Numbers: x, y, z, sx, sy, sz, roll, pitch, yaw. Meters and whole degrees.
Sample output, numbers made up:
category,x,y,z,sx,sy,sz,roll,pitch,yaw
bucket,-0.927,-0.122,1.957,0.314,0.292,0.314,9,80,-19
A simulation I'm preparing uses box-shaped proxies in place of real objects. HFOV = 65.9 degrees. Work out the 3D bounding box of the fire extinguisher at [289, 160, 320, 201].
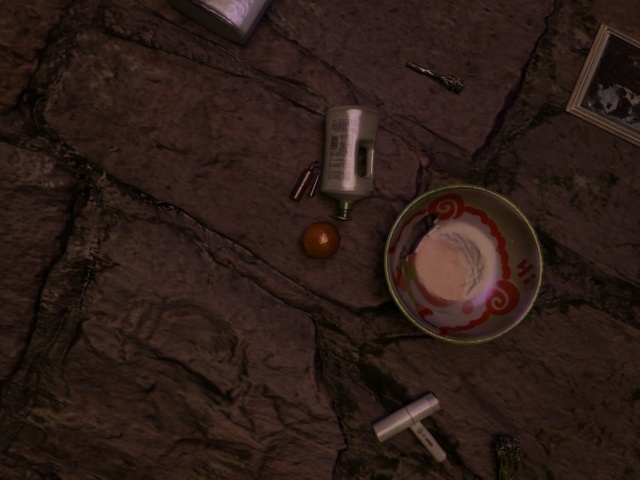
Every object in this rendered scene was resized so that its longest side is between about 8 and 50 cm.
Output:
category,x,y,z,sx,sy,sz,roll,pitch,yaw
fire extinguisher,-0.024,-0.125,1.050,0.032,0.046,0.100,28,93,-47

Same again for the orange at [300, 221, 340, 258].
category,x,y,z,sx,sy,sz,roll,pitch,yaw
orange,0.000,0.000,1.034,0.085,0.085,0.084,0,89,-6

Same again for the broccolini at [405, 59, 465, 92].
category,x,y,z,sx,sy,sz,roll,pitch,yaw
broccolini,0.257,-0.370,1.094,0.140,0.030,0.035,26,78,0

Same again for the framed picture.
category,x,y,z,sx,sy,sz,roll,pitch,yaw
framed picture,0.737,-0.343,1.143,0.296,0.019,0.232,23,87,-5

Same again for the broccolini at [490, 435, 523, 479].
category,x,y,z,sx,sy,sz,roll,pitch,yaw
broccolini,0.391,0.534,1.082,0.058,0.067,0.216,11,97,-2

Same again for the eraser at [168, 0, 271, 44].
category,x,y,z,sx,sy,sz,roll,pitch,yaw
eraser,-0.166,-0.574,1.014,0.189,0.104,0.290,31,86,0

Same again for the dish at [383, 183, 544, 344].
category,x,y,z,sx,sy,sz,roll,pitch,yaw
dish,0.285,0.051,1.044,0.325,0.124,0.323,0,83,-2

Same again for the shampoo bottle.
category,x,y,z,sx,sy,sz,roll,pitch,yaw
shampoo bottle,0.059,-0.157,1.037,0.118,0.087,0.234,5,89,-5

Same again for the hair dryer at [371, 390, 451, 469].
category,x,y,z,sx,sy,sz,roll,pitch,yaw
hair dryer,0.217,0.442,1.069,0.155,0.044,0.183,-26,95,-3
